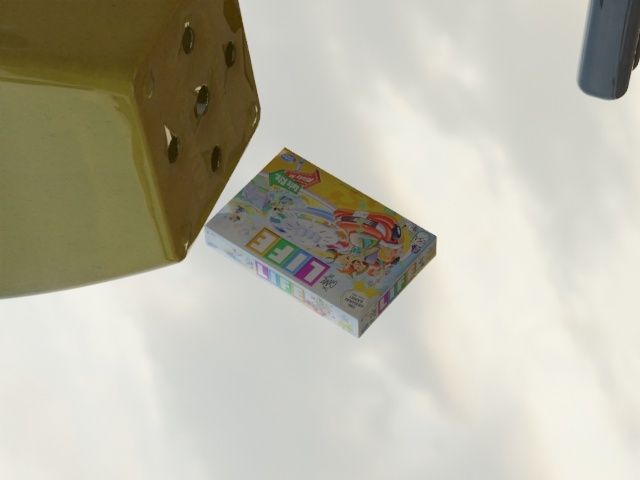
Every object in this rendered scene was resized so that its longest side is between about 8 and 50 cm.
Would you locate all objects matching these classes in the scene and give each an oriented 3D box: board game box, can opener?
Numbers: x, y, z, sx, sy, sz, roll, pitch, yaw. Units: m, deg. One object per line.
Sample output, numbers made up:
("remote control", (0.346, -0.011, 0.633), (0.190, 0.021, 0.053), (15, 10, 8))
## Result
("board game box", (0.000, 0.000, 1.520), (0.103, 0.154, 0.026), (-46, -26, -28))
("can opener", (0.256, -0.225, 1.504), (0.280, 0.093, 0.074), (99, -164, -46))

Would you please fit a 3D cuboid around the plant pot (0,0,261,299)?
("plant pot", (-0.153, -0.093, 1.150), (0.212, 0.187, 0.212), (-65, -26, -42))
